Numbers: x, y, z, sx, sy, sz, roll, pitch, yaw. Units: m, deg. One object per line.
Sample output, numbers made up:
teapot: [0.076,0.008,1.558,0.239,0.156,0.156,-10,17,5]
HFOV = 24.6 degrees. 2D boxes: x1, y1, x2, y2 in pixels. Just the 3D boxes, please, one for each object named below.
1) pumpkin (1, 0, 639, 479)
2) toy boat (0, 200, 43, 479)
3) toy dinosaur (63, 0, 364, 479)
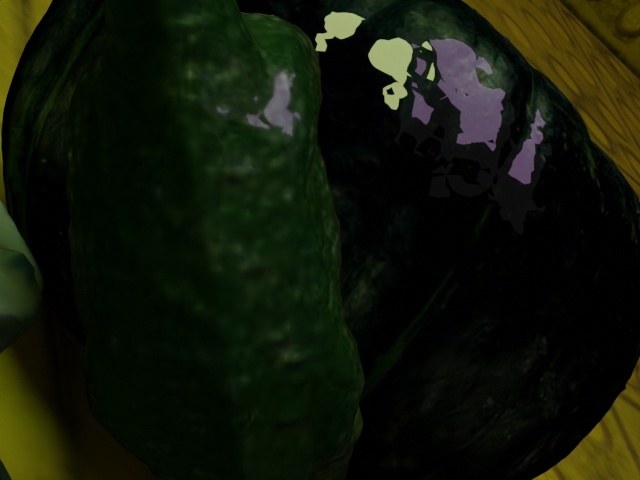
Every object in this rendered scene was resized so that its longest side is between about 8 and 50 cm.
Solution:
pumpkin: [0.000,0.000,0.677,0.315,0.238,0.315,33,2,-1]
toy boat: [-0.119,0.083,0.415,0.332,0.133,0.145,58,20,19]
toy dinosaur: [-0.029,-0.006,0.374,0.301,0.087,0.447,109,-29,-83]
